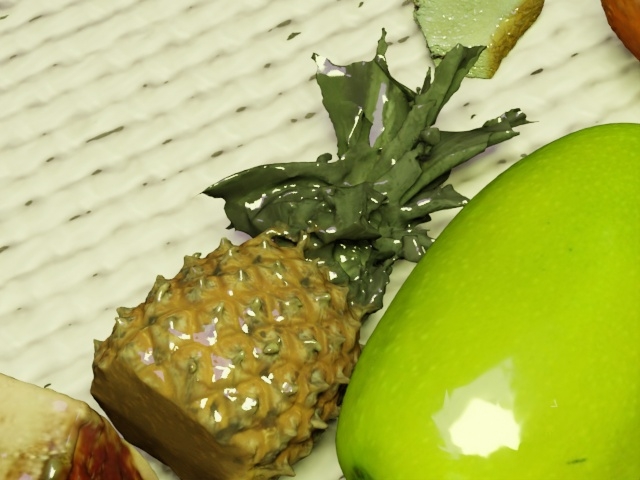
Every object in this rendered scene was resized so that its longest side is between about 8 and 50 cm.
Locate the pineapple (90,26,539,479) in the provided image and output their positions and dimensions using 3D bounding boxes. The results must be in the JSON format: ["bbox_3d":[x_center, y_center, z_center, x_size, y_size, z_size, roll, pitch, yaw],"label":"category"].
[{"bbox_3d":[-0.002,0.001,1.044,0.165,0.165,0.364,22,57,22],"label":"pineapple"}]

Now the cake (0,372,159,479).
[{"bbox_3d":[-0.208,0.182,0.928,0.293,0.196,0.199,7,59,17],"label":"cake"}]

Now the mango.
[{"bbox_3d":[0.147,0.055,0.962,0.192,0.156,0.343,28,63,15],"label":"mango"}]

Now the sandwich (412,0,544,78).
[{"bbox_3d":[0.104,-0.172,1.180,0.105,0.036,0.093,34,71,28],"label":"sandwich"}]

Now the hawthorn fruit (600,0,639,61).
[{"bbox_3d":[0.327,-0.161,1.030,0.211,0.211,0.299,-35,58,-11],"label":"hawthorn fruit"}]
